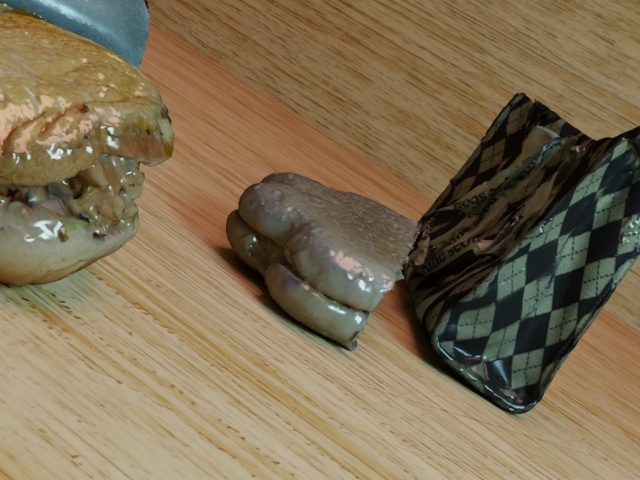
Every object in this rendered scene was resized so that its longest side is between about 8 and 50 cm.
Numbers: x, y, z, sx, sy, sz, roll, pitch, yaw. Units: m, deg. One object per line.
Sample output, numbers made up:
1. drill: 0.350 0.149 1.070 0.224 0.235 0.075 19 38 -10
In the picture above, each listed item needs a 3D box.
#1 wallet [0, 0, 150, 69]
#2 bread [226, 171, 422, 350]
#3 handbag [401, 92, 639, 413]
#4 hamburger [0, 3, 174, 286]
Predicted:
1. wallet: -0.276 -0.282 0.931 0.251 0.054 0.290 17 41 -41
2. bread: -0.001 0.006 1.134 0.183 0.102 0.337 27 12 4
3. handbag: 0.246 -0.012 1.288 0.180 0.316 0.416 36 10 -8
4. hamburger: -0.234 -0.080 0.777 0.243 0.146 0.286 17 23 -30
